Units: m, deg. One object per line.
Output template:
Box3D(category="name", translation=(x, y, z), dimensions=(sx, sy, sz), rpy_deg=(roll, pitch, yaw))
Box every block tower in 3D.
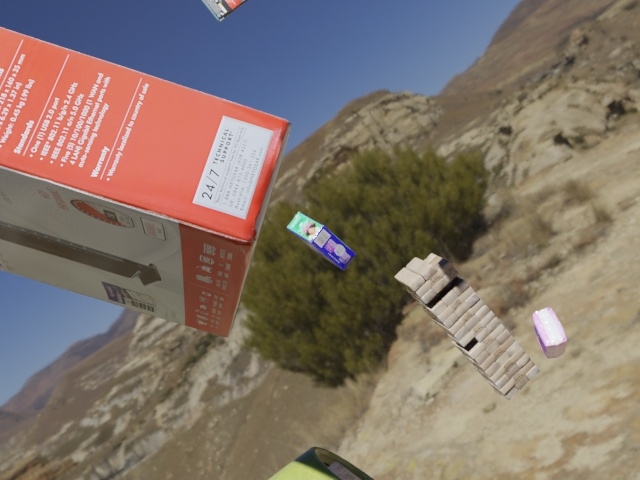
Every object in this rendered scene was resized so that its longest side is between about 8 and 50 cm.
Box3D(category="block tower", translation=(0.295, 0.169, 1.415), dimensions=(0.091, 0.335, 0.097), rpy_deg=(-43, 16, -3))

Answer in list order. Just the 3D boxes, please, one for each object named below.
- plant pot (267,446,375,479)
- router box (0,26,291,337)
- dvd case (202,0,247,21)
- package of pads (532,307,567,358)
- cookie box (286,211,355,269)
Box3D(category="plant pot", translation=(-0.036, 0.382, 0.763), dimensions=(0.293, 0.274, 0.275), rpy_deg=(-56, 0, -3))
Box3D(category="router box", translation=(-0.194, -0.031, 0.549), dimensions=(0.335, 0.301, 0.082), rpy_deg=(119, 168, -71))
Box3D(category="dvd case", translation=(-0.116, -0.360, 0.956), dimensions=(0.119, 0.087, 0.013), rpy_deg=(-40, 6, -8))
Box3D(category="package of pads", translation=(0.307, 0.125, 0.960), dimensions=(0.032, 0.050, 0.083), rpy_deg=(-21, -25, 9))
Box3D(category="cookie box", translation=(0.000, 0.000, 1.289), dimensions=(0.040, 0.092, 0.107), rpy_deg=(-52, 30, -5))
